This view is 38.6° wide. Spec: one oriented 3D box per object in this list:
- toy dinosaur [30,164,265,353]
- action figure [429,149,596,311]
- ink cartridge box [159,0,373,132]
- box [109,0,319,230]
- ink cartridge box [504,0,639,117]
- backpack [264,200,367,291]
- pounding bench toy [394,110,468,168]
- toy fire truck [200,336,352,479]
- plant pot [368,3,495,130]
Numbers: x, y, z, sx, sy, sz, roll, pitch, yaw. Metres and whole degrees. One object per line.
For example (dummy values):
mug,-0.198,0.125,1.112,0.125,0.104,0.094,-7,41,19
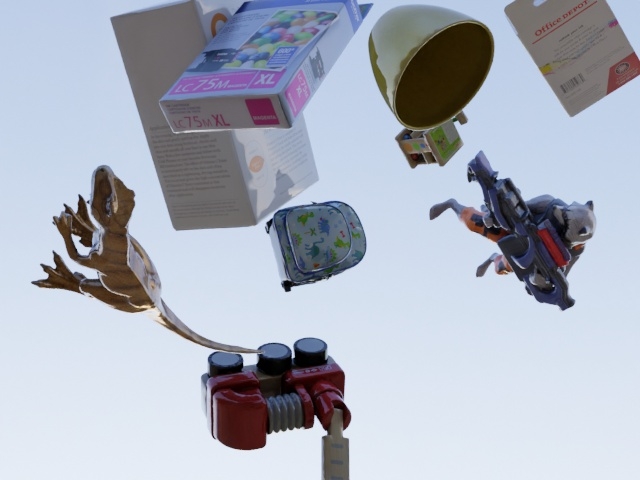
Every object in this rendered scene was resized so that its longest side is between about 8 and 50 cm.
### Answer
toy dinosaur,-0.123,0.030,0.592,0.112,0.064,0.211,24,-22,25
action figure,0.364,-0.047,1.701,0.330,0.178,0.341,-1,-55,52
ink cartridge box,-0.065,-0.259,1.238,0.185,0.311,0.065,2,-50,29
box,-0.157,-0.215,1.440,0.168,0.215,0.345,-2,-69,31
ink cartridge box,0.323,-0.271,1.188,0.115,0.067,0.198,-32,-55,17
backpack,0.000,0.000,1.169,0.114,0.105,0.084,-13,-7,-19
pounding bench toy,0.149,-0.139,1.202,0.065,0.083,0.052,1,-51,51
toy fire truck,-0.049,0.278,1.364,0.217,0.246,0.159,-6,-67,-20
plant pot,0.106,-0.201,0.985,0.134,0.095,0.134,-25,-37,-21
